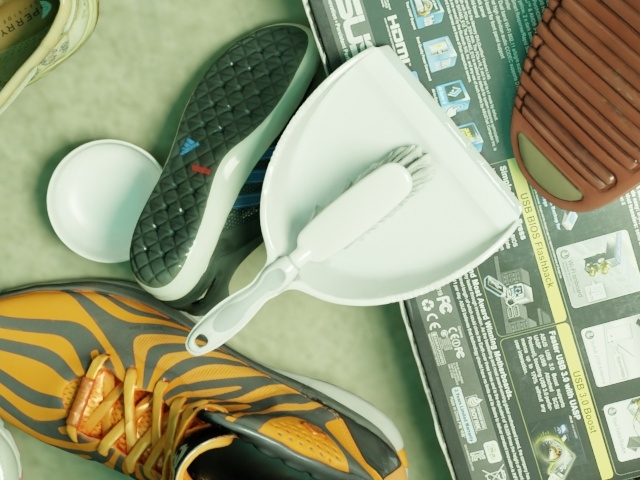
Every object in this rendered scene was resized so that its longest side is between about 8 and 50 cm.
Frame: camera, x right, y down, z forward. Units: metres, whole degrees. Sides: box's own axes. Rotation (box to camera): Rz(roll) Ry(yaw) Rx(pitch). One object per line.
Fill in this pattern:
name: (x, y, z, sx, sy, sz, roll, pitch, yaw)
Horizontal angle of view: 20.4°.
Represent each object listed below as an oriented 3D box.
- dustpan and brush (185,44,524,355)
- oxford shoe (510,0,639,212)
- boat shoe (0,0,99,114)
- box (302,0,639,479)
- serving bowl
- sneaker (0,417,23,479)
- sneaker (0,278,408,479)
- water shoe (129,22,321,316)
dustpan and brush: (0.000, 0.000, 1.095, 0.211, 0.060, 0.147, -39, 94, 20)
oxford shoe: (0.236, -0.153, 0.997, 0.123, 0.130, 0.348, 49, 126, 19)
boat shoe: (-0.270, -0.088, 1.139, 0.285, 0.089, 0.104, -40, 100, 8)
box: (0.190, -0.042, 1.136, 0.318, 0.097, 0.395, -16, 101, 11)
serving bowl: (-0.139, -0.028, 1.184, 0.083, 0.027, 0.083, 0, 102, 0)
sneaker: (-0.319, 0.123, 1.172, 0.252, 0.111, 0.103, 27, 100, -6)
sneaker: (-0.098, 0.112, 1.123, 0.321, 0.180, 0.125, 16, 97, 6)
water shoe: (-0.056, -0.048, 1.168, 0.073, 0.080, 0.203, 26, 81, 35)
